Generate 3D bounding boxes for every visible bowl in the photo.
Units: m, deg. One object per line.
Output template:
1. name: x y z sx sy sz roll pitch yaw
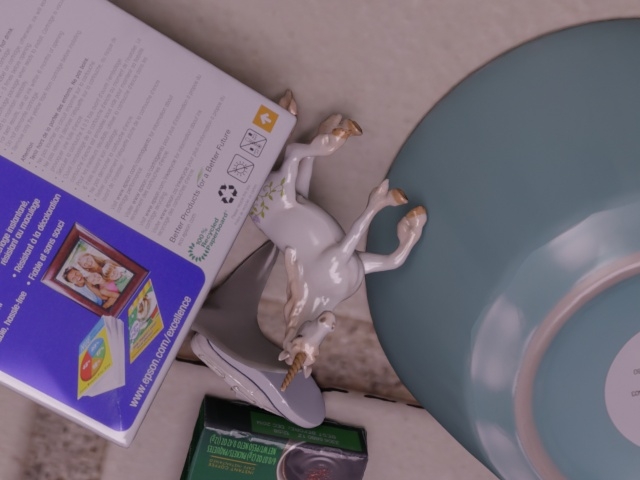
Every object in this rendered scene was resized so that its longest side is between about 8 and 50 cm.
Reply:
1. bowl: 0.185 0.045 0.946 0.311 0.163 0.312 -1 116 -2

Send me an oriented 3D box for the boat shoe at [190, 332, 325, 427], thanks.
1. boat shoe: -0.040 0.086 1.025 0.100 0.035 0.035 39 135 -25

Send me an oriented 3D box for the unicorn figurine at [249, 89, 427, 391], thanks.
1. unicorn figurine: 0.000 0.000 0.929 0.111 0.162 0.060 -42 142 12

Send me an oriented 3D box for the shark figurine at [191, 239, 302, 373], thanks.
1. shark figurine: -0.150 0.003 0.930 0.166 0.116 0.278 -36 112 15

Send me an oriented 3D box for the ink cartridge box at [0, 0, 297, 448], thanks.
1. ink cartridge box: -0.145 -0.030 0.860 0.208 0.045 0.206 31 76 -18

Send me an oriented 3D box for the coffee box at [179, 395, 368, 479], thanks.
1. coffee box: -0.045 0.196 1.072 0.113 0.040 0.184 13 115 -11
